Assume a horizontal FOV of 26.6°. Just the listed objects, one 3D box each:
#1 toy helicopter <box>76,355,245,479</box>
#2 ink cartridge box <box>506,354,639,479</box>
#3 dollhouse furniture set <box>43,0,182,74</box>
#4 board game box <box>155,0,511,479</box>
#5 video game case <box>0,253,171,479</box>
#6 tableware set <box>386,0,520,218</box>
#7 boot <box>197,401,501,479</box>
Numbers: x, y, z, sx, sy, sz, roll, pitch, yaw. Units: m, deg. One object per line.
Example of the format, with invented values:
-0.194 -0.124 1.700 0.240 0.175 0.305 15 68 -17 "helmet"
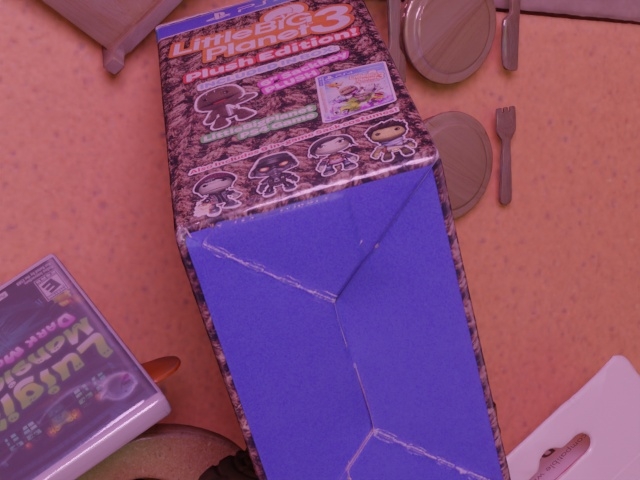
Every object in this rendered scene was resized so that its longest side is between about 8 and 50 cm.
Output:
-0.206 0.201 0.929 0.355 0.140 0.235 -5 101 -15 "toy helicopter"
0.237 0.267 1.114 0.207 0.119 0.353 -40 110 -10 "ink cartridge box"
-0.114 -0.248 0.945 0.355 0.174 0.303 -39 126 19 "dollhouse furniture set"
0.000 0.000 0.849 0.141 0.291 0.232 -16 120 0 "board game box"
-0.218 0.110 0.894 0.190 0.173 0.022 -34 139 -13 "video game case"
0.091 -0.112 1.045 0.128 0.039 0.194 -9 107 -31 "tableware set"
0.047 0.261 0.925 0.236 0.089 0.270 -10 97 -23 "boot"
